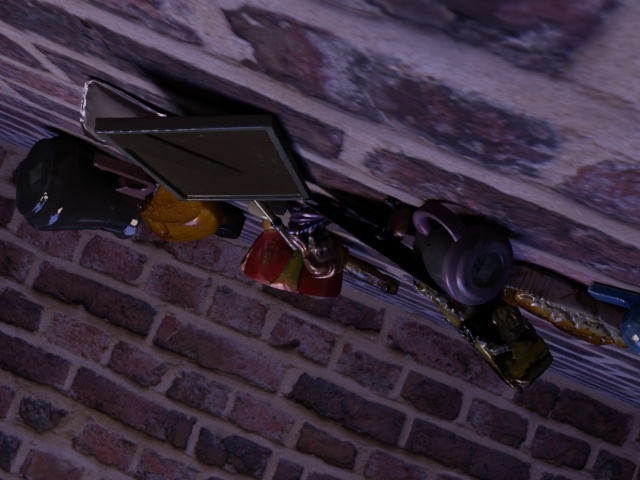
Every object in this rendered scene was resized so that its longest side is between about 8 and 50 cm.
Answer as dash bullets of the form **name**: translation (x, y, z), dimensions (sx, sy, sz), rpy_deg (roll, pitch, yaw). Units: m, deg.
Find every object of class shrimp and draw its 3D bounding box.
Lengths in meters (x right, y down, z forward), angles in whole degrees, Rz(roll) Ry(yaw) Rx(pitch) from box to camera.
- **shrimp**: translation (0.132, 0.096, 1.986), dimensions (0.253, 0.058, 0.173), rpy_deg (28, 180, -12)

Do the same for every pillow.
- **pillow**: translation (-0.298, -0.181, 1.058), dimensions (0.232, 0.038, 0.131), rpy_deg (25, 134, -8)

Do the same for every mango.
- **mango**: translation (-0.397, -0.091, 1.802), dimensions (0.199, 0.201, 0.350), rpy_deg (-19, -165, -40)

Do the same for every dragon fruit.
- **dragon fruit**: translation (-0.054, 0.042, 1.670), dimensions (0.290, 0.189, 0.290), rpy_deg (18, 180, 0)

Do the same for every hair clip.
- **hair clip**: translation (-0.082, -0.069, 1.358), dimensions (0.159, 0.071, 0.218), rpy_deg (20, 178, 2)

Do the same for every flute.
- **flute**: translation (-0.114, -0.067, 1.229), dimensions (0.233, 0.027, 0.027), rpy_deg (51, 163, -21)

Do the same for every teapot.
- **teapot**: translation (-0.713, -0.164, 1.961), dimensions (0.376, 0.306, 0.361), rpy_deg (-22, 154, 38)
- **teapot**: translation (0.189, 0.017, 0.913), dimensions (0.148, 0.116, 0.146), rpy_deg (22, -175, -28)

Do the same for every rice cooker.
- **rice cooker**: translation (-0.310, -0.063, 1.971), dimensions (0.165, 0.106, 0.112), rpy_deg (22, 175, 46)

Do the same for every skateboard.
- **skateboard**: translation (0.132, -0.025, 1.029), dimensions (0.080, 0.067, 0.151), rpy_deg (13, 178, 2)

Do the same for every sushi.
- **sushi**: translation (0.305, 0.131, 1.139), dimensions (0.291, 0.139, 0.131), rpy_deg (49, -176, 29)

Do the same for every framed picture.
- **framed picture**: translation (-0.159, -0.116, 0.967), dimensions (0.247, 0.022, 0.335), rpy_deg (0, 167, 8)

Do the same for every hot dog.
- **hot dog**: translation (0.421, 0.117, 1.066), dimensions (0.268, 0.075, 0.144), rpy_deg (23, 174, -9)

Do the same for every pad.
- **pad**: translation (0.136, 0.022, 1.076), dimensions (0.220, 0.004, 0.330), rpy_deg (16, -165, -47)

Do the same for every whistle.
- **whistle**: translation (0.470, 0.124, 0.920), dimensions (0.158, 0.090, 0.090), rpy_deg (16, 171, 42)

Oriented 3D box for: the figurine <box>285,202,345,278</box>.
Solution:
- **figurine**: translation (-0.007, -0.005, 1.239), dimensions (0.126, 0.157, 0.114), rpy_deg (-24, -149, -36)
